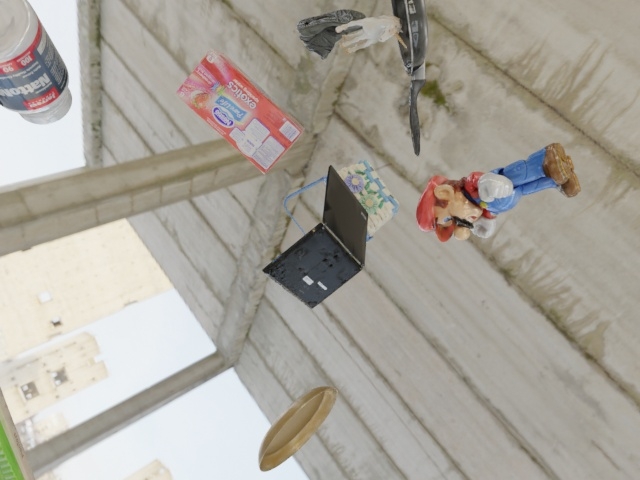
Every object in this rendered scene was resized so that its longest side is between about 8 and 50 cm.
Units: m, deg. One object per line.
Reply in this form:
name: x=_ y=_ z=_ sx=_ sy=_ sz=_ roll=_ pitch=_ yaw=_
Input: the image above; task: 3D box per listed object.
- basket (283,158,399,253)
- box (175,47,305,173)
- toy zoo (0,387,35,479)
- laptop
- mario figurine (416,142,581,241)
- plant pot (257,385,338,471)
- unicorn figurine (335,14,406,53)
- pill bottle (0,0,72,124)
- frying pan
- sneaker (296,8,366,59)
basket: x=0.066 y=-0.093 z=1.521 sx=0.254 sy=0.289 sz=0.201 roll=55 pitch=3 yaw=8
box: x=-0.201 y=-0.332 z=1.324 sx=0.300 sy=0.142 sz=0.154 roll=41 pitch=-78 yaw=-10
toy zoo: x=-0.297 y=0.255 z=0.406 sx=0.293 sy=0.030 sz=0.192 roll=-132 pitch=-148 yaw=-68
laptop: x=0.000 y=0.000 z=1.213 sx=0.234 sy=0.264 sz=0.136 roll=46 pitch=7 yaw=-49
mario figurine: x=0.342 y=-0.065 z=1.022 sx=0.321 sy=0.170 sz=0.198 roll=-20 pitch=-61 yaw=37
plant pot: x=-0.054 y=0.410 z=1.130 sx=0.032 sy=0.236 sz=0.236 roll=39 pitch=-44 yaw=26
unicorn figurine: x=0.087 y=-0.361 z=0.885 sx=0.111 sy=0.161 sz=0.060 roll=-12 pitch=-63 yaw=15
pill bottle: x=-0.401 y=-0.233 z=0.677 sx=0.107 sy=0.108 sz=0.180 roll=58 pitch=-14 yaw=10
frying pan: x=0.163 y=-0.326 z=0.885 sx=0.197 sy=0.053 sz=0.325 roll=15 pitch=63 yaw=-83
sneaker: x=0.046 y=-0.682 z=1.688 sx=0.130 sy=0.228 sz=0.087 roll=66 pitch=17 yaw=-55
